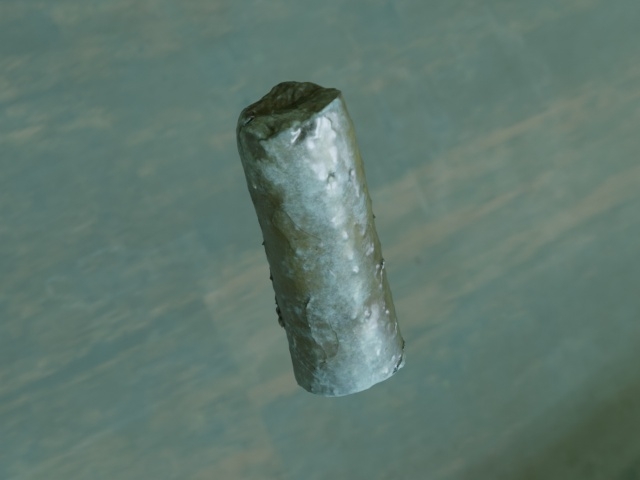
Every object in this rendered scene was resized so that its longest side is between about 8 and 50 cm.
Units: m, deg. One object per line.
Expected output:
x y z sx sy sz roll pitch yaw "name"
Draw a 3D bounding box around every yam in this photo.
0.000 0.000 1.318 0.093 0.093 0.259 -59 145 -44 "yam"
